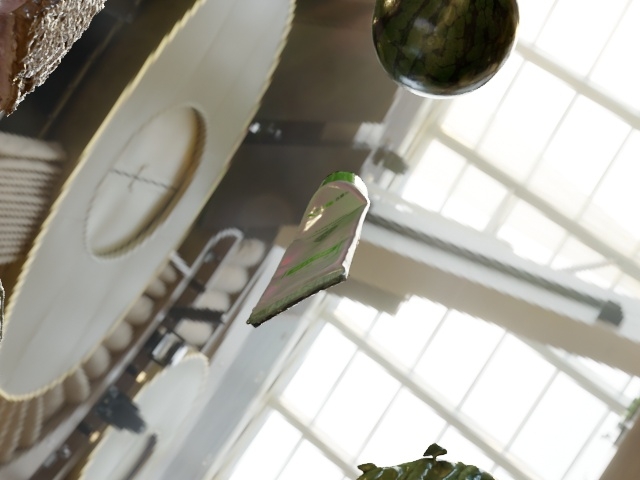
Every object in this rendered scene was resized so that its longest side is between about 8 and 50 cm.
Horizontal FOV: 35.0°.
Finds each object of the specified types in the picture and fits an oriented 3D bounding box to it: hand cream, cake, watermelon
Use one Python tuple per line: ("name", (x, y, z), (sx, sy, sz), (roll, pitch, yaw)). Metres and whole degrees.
("hand cream", (0.001, 0.001, 0.860), (0.079, 0.050, 0.275), (-57, 3, 20))
("cake", (-0.297, -0.283, 1.097), (0.295, 0.116, 0.113), (-64, 0, -34))
("watermelon", (0.121, -0.221, 0.952), (0.141, 0.140, 0.187), (-46, -20, -35))

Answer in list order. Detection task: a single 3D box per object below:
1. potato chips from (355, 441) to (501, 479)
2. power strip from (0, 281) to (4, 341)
("potato chips", (0.137, 0.369, 1.080), (0.389, 0.373, 0.097), (-26, -59, -23))
("power strip", (-0.514, 0.078, 1.452), (0.092, 0.257, 0.251), (-22, -34, -44))
